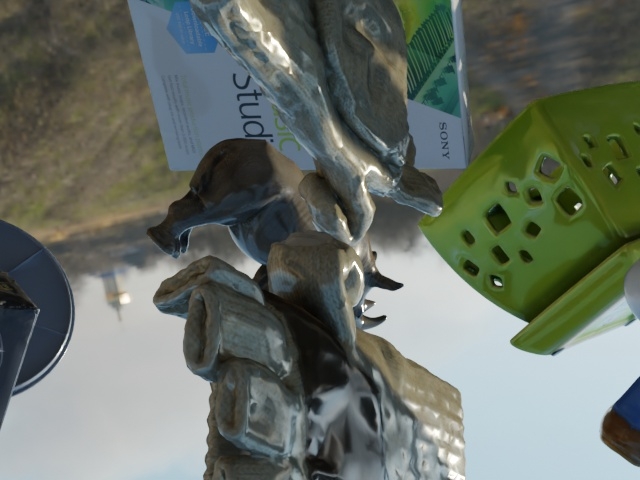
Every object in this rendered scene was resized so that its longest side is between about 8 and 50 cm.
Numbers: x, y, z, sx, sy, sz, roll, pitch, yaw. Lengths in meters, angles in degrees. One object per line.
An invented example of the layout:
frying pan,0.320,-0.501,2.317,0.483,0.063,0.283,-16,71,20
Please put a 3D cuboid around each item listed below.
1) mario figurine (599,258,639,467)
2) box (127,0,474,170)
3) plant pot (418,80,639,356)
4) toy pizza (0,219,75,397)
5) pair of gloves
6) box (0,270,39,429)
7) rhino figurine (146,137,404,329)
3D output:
mario figurine,0.340,0.041,0.798,0.198,0.320,0.170,32,-174,-3
box,-0.018,-0.178,1.127,0.322,0.232,0.058,-1,-145,15
plant pot,0.282,-0.016,1.228,0.228,0.207,0.227,-13,155,-40
toy pizza,-0.329,0.063,1.059,0.201,0.201,0.032,-14,155,-33
pair of gloves,0.000,0.000,0.412,0.042,0.240,0.204,-9,166,23
box,-0.359,0.145,0.715,0.293,0.295,0.073,9,-163,-41
rhino figurine,-0.018,0.010,0.867,0.106,0.243,0.073,-50,-141,3
